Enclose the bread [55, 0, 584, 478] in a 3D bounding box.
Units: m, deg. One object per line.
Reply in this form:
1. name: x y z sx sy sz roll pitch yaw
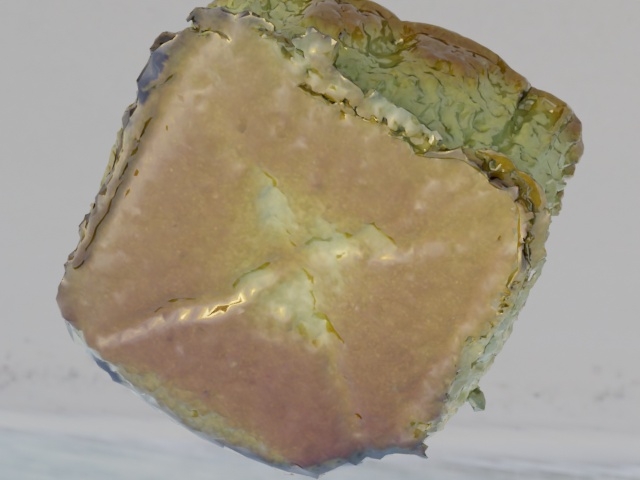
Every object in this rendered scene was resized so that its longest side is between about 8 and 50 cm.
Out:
1. bread: 0.000 0.000 0.456 0.128 0.069 0.140 28 121 5
